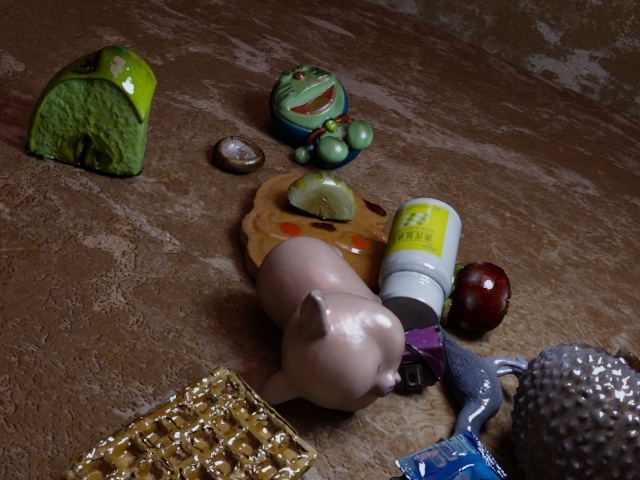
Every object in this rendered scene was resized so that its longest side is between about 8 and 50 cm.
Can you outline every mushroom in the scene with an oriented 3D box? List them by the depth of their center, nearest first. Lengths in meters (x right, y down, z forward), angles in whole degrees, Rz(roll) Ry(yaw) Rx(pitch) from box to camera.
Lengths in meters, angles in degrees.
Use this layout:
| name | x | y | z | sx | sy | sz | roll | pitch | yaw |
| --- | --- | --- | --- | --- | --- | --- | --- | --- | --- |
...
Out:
| name | x | y | z | sx | sy | sz | roll | pitch | yaw |
| --- | --- | --- | --- | --- | --- | --- | --- | --- | --- |
| mushroom | -0.188 | -0.194 | 1.731 | 0.123 | 0.052 | 0.123 | 9 | 37 | -7 |

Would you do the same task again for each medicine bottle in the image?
| name | x | y | z | sx | sy | sz | roll | pitch | yaw |
| --- | --- | --- | --- | --- | --- | --- | --- | --- | --- |
| medicine bottle | 0.190 | 0.050 | 1.457 | 0.143 | 0.143 | 0.258 | 21 | 50 | -3 |

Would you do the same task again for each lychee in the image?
| name | x | y | z | sx | sy | sz | roll | pitch | yaw |
| --- | --- | --- | --- | --- | --- | --- | --- | --- | --- |
| lychee | 0.442 | 0.308 | 1.225 | 0.299 | 0.300 | 0.300 | 16 | 35 | -11 |

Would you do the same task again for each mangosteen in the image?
| name | x | y | z | sx | sy | sz | roll | pitch | yaw |
| --- | --- | --- | --- | --- | --- | --- | --- | --- | --- |
| mangosteen | 0.299 | 0.103 | 1.527 | 0.181 | 0.146 | 0.156 | 30 | 39 | 5 |

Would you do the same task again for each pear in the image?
| name | x | y | z | sx | sy | sz | roll | pitch | yaw |
| --- | --- | --- | --- | --- | --- | --- | --- | --- | --- |
| pear | -0.459 | -0.280 | 1.514 | 0.238 | 0.256 | 0.164 | 12 | 37 | -7 |

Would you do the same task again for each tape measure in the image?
| name | x | y | z | sx | sy | sz | roll | pitch | yaw |
| --- | --- | --- | --- | --- | --- | --- | --- | --- | --- |
| tape measure | 0.161 | 0.207 | 1.324 | 0.118 | 0.125 | 0.074 | -10 | 38 | 8 |

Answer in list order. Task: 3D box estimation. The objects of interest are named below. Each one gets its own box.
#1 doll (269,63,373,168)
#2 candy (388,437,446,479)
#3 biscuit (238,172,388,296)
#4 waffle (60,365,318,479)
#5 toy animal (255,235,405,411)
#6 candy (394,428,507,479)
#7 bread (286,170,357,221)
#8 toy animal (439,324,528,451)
| name | x | y | z | sx | sy | sz | roll | pitch | yaw |
| --- | --- | --- | --- | --- | --- | --- | --- | --- | --- |
| doll | -0.012 | -0.307 | 1.879 | 0.198 | 0.186 | 0.322 | -25 | 70 | -11 |
| candy | 0.162 | 0.404 | 1.047 | 0.184 | 0.137 | 0.195 | -14 | 50 | -42 |
| biscuit | 0.000 | -0.001 | 1.574 | 0.349 | 0.078 | 0.455 | 9 | 36 | -13 |
| waffle | -0.171 | 0.316 | 1.012 | 0.212 | 0.091 | 0.308 | 38 | 37 | 20 |
| toy animal | 0.007 | 0.133 | 1.252 | 0.326 | 0.237 | 0.269 | 42 | 33 | 22 |
| candy | 0.179 | 0.313 | 1.026 | 0.136 | 0.038 | 0.088 | -13 | 48 | -30 |
| bread | 0.005 | -0.100 | 1.570 | 0.157 | 0.094 | 0.083 | 3 | 42 | -14 |
| toy animal | 0.291 | 0.244 | 1.379 | 0.205 | 0.081 | 0.367 | -2 | 40 | -5 |
